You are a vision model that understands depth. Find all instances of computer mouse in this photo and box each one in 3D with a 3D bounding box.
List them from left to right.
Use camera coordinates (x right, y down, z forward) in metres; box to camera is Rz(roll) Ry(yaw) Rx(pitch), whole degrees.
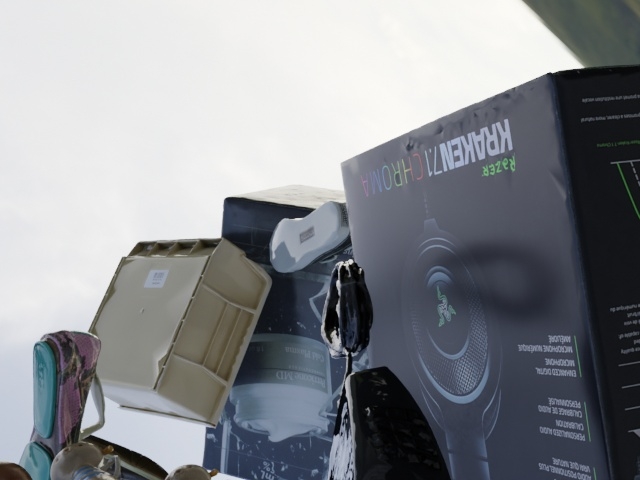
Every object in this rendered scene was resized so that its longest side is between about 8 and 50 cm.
[{"bbox_3d":[0.025,0.072,0.445,0.041,0.071,0.242,7,-155,-5],"label":"computer mouse"}]

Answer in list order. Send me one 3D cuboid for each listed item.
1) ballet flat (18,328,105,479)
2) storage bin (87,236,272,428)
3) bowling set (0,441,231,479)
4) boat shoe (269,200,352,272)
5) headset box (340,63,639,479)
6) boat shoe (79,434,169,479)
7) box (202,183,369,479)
[{"bbox_3d":[-0.248,0.193,0.984,0.079,0.221,0.077,2,-167,-41],"label":"ballet flat"},{"bbox_3d":[-0.235,0.134,1.580,0.123,0.262,0.260,36,-114,-35],"label":"storage bin"},{"bbox_3d":[-0.224,0.238,0.866,0.154,0.287,0.199,22,141,60],"label":"bowling set"},{"bbox_3d":[0.000,0.000,1.412,0.070,0.219,0.077,5,-104,-30],"label":"boat shoe"},{"bbox_3d":[0.128,0.073,0.530,0.131,0.246,0.282,-7,-92,-20],"label":"headset box"},{"bbox_3d":[-0.258,0.275,1.234,0.152,0.049,0.056,24,180,2],"label":"boat shoe"},{"bbox_3d":[0.088,0.173,1.702,0.480,0.471,0.297,9,-169,21],"label":"box"}]
